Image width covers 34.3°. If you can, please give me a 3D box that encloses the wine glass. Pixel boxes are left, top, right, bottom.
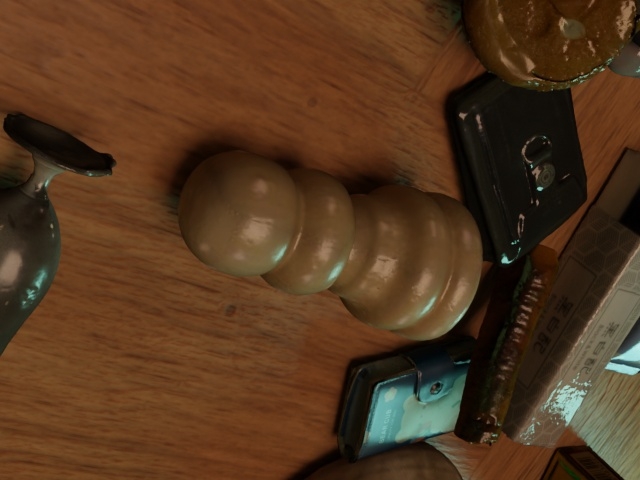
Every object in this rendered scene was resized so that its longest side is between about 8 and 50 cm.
[{"bbox_3d":[-0.270,0.007,0.896,0.103,0.103,0.222,19,109,-40],"label":"wine glass"}]

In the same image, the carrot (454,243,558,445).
[{"bbox_3d":[0.227,0.126,1.270,0.070,0.070,0.260,27,79,-42],"label":"carrot"}]

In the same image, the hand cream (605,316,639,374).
[{"bbox_3d":[0.495,0.092,1.493,0.088,0.055,0.256,13,119,-34],"label":"hand cream"}]

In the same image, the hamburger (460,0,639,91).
[{"bbox_3d":[0.228,-0.236,1.013,0.113,0.177,0.185,-39,144,-70],"label":"hamburger"}]

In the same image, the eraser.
[{"bbox_3d":[0.351,0.084,1.352,0.096,0.098,0.403,12,113,-38],"label":"eraser"}]

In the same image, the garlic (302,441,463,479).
[{"bbox_3d":[0.057,0.366,1.337,0.339,0.151,0.196,0,133,-32],"label":"garlic"}]

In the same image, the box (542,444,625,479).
[{"bbox_3d":[0.439,0.475,1.540,0.084,0.301,0.192,1,120,-36],"label":"box"}]

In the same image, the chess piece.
[{"bbox_3d":[0.000,0.000,1.032,0.300,0.167,0.167,14,112,-33],"label":"chess piece"}]

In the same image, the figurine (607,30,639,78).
[{"bbox_3d":[0.420,-0.356,1.077,0.218,0.206,0.364,23,82,-63],"label":"figurine"}]

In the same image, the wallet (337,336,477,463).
[{"bbox_3d":[0.123,0.196,1.309,0.202,0.059,0.141,-9,125,-30],"label":"wallet"}]

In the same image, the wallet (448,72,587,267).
[{"bbox_3d":[0.233,-0.094,1.192,0.169,0.052,0.245,-32,130,-15],"label":"wallet"}]
